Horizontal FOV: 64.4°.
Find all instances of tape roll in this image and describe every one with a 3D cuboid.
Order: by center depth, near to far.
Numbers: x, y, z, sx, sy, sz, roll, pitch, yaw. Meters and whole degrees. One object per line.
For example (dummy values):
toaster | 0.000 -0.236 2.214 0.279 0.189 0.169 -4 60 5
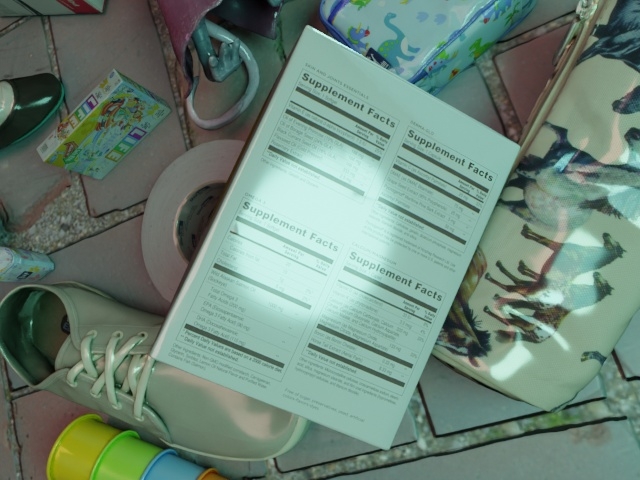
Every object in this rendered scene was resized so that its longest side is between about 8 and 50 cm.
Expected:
tape roll | -0.113 -0.012 0.636 0.220 0.072 0.218 -3 82 20

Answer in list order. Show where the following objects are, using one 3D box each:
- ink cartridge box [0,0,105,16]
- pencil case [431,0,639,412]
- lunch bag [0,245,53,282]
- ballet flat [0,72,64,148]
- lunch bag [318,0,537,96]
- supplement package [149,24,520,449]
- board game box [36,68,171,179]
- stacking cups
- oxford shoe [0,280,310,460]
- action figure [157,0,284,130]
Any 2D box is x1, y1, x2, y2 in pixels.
ink cartridge box | -0.450 -0.458 0.799 0.238 0.100 0.171 8 85 20
pencil case | 0.229 -0.037 0.468 0.184 0.160 0.410 29 94 5
lunch bag | -0.453 0.035 0.751 0.084 0.071 0.053 0 82 19
ballet flat | -0.536 -0.181 0.796 0.281 0.096 0.095 -30 73 13
lunch bag | 0.118 -0.276 0.581 0.219 0.090 0.176 -40 69 10
supplement package | 0.000 0.000 0.468 0.198 0.199 0.262 25 86 -12
board game box | -0.295 -0.154 0.703 0.154 0.103 0.026 -41 72 11
stacking cups | -0.170 0.297 0.613 0.317 0.096 0.095 10 86 17
oxford shoe | -0.226 0.156 0.626 0.450 0.130 0.169 16 87 20
action figure | -0.197 -0.364 0.608 0.370 0.275 0.248 36 65 10
